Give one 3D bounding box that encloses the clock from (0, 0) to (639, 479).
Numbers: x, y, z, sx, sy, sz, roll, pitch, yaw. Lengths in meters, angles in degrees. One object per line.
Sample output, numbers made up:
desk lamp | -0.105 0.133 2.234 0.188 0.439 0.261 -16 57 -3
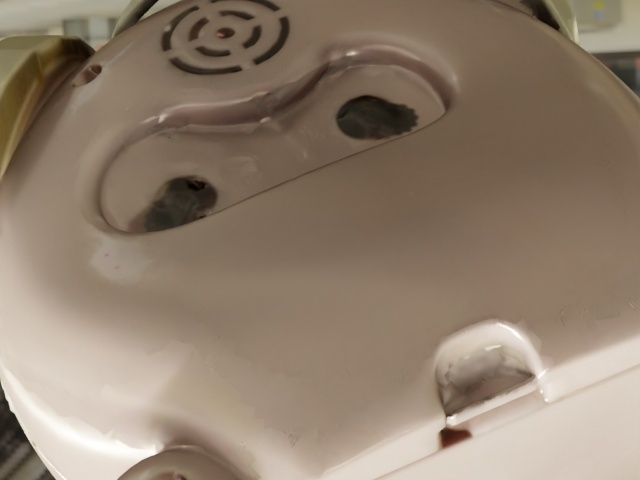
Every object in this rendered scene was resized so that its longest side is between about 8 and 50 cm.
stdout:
clock | 0.000 0.000 0.625 0.342 0.184 0.326 -17 -135 -16
